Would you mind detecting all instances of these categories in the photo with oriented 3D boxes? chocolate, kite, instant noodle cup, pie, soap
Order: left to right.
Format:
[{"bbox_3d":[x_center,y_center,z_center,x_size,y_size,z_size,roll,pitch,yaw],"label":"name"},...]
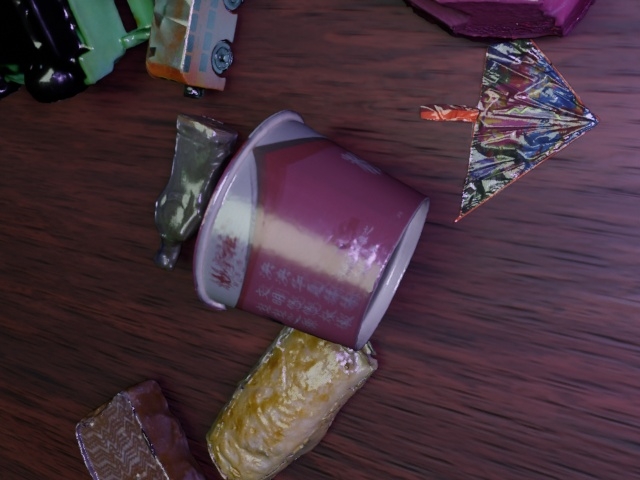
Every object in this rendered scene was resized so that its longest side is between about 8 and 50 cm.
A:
[{"bbox_3d":[-0.251,0.321,0.939,0.148,0.093,0.214,-35,79,29],"label":"chocolate"},{"bbox_3d":[-0.044,0.207,0.829,0.128,0.068,0.282,45,110,16],"label":"pie"},{"bbox_3d":[0.000,0.000,0.700,0.178,0.235,0.235,25,108,13],"label":"instant noodle cup"},{"bbox_3d":[0.140,-0.308,0.635,0.289,0.112,0.182,41,103,20],"label":"soap"},{"bbox_3d":[0.193,-0.125,0.687,0.189,0.009,0.232,11,102,27],"label":"kite"}]

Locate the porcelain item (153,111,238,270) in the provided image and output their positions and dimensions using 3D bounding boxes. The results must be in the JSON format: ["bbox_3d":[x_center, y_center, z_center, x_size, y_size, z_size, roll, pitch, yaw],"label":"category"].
[{"bbox_3d":[-0.176,-0.056,0.863,0.081,0.069,0.216,23,106,12],"label":"porcelain item"}]

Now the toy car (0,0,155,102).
[{"bbox_3d":[-0.392,-0.318,0.889,0.358,0.176,0.213,10,132,37],"label":"toy car"}]

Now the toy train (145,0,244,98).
[{"bbox_3d":[-0.153,-0.271,0.807,0.072,0.099,0.188,19,104,25],"label":"toy train"}]
